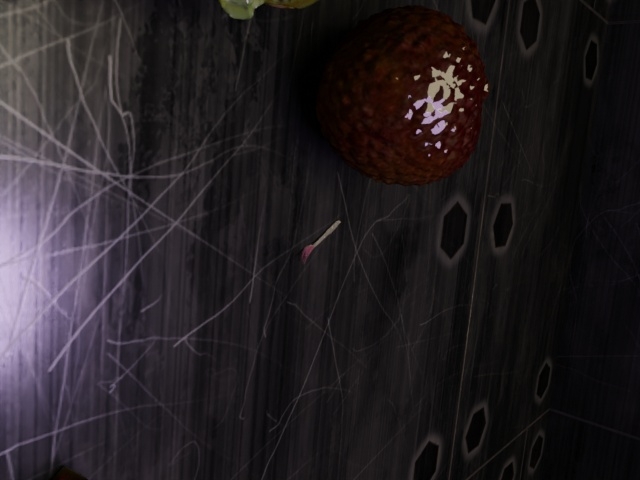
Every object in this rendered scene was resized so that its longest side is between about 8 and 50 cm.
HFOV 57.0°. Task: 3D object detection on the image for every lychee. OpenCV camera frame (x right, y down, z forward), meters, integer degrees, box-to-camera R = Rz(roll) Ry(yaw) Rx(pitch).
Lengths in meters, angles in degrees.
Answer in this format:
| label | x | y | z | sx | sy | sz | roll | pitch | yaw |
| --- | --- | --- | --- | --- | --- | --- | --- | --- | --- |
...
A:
| label | x | y | z | sx | sy | sz | roll | pitch | yaw |
| --- | --- | --- | --- | --- | --- | --- | --- | --- | --- |
| lychee | 0.118 | -0.203 | 0.843 | 0.260 | 0.260 | 0.261 | -17 | 112 | -48 |

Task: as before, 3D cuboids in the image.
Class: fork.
| label | x | y | z | sx | sy | sz | roll | pitch | yaw |
| --- | --- | --- | --- | --- | --- | --- | --- | --- | --- |
| fork | -0.001 | 0.000 | 0.925 | 0.115 | 0.012 | 0.016 | -47 | 137 | -40 |

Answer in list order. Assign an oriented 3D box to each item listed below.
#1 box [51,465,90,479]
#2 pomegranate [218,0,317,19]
| label | x | y | z | sx | sy | sz | roll | pitch | yaw |
| --- | --- | --- | --- | --- | --- | --- | --- | --- | --- |
| box | -0.293 | 0.381 | 0.599 | 0.240 | 0.074 | 0.153 | -52 | 139 | -37 |
| pomegranate | -0.061 | -0.341 | 0.586 | 0.340 | 0.260 | 0.261 | 35 | 69 | -81 |
